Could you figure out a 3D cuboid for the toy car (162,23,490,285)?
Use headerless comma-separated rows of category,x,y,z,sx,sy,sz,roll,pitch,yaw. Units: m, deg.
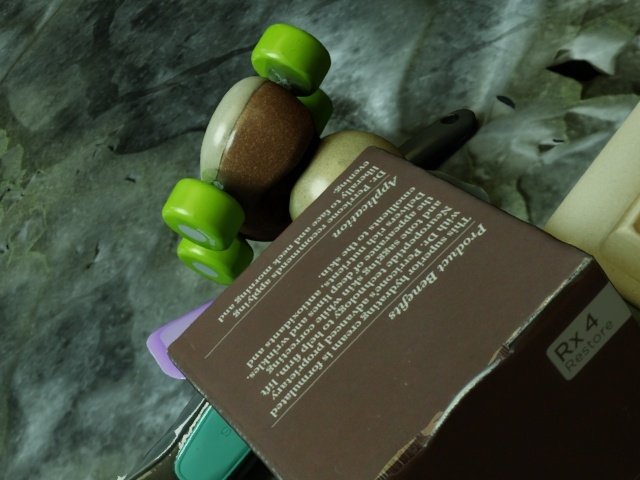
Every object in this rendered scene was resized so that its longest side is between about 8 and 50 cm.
toy car,0.014,-0.028,0.888,0.188,0.149,0.155,25,73,10

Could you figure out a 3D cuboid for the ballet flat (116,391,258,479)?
ballet flat,-0.092,0.159,0.841,0.203,0.074,0.074,-51,34,-4

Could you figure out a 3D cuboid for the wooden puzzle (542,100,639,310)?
wooden puzzle,0.259,-0.023,0.612,0.239,0.044,0.221,33,75,22

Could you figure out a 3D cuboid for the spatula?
spatula,0.000,0.000,0.957,0.296,0.030,0.084,-42,34,-2

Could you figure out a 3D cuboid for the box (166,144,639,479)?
box,0.060,0.084,0.672,0.168,0.167,0.203,-44,33,-6
